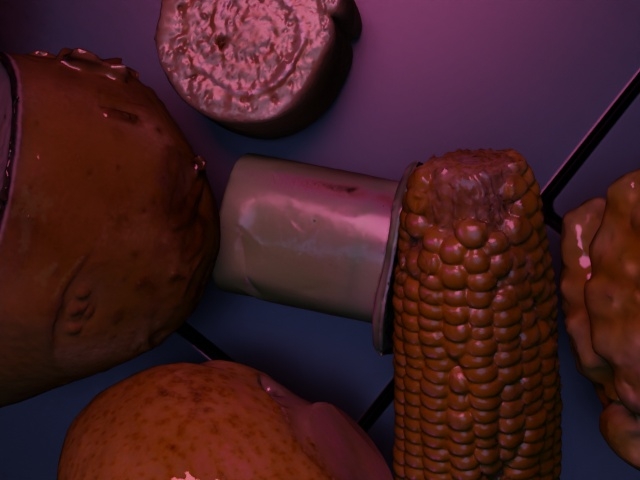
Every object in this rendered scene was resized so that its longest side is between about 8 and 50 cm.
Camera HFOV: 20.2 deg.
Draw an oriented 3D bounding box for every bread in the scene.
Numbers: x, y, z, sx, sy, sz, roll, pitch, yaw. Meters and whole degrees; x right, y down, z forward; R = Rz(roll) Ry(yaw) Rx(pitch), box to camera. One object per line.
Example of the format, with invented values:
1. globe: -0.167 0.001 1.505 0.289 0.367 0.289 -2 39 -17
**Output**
1. bread: -0.046 -0.154 1.351 0.134 0.141 0.148 34 92 7

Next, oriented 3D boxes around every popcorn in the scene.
1. popcorn: 0.337 0.044 1.263 0.335 0.279 0.274 -1 72 17

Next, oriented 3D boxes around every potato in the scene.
1. potato: -0.193 0.006 1.316 0.196 0.299 0.246 14 62 -27

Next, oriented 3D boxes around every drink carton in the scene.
1. drink carton: 0.000 0.000 1.353 0.142 0.144 0.146 12 91 10

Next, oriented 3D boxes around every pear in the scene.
1. pear: -0.080 0.219 1.303 0.271 0.271 0.271 0 91 4

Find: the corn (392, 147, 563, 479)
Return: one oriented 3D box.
1. corn: 0.111 0.093 1.301 0.130 0.130 0.347 -3 120 4
